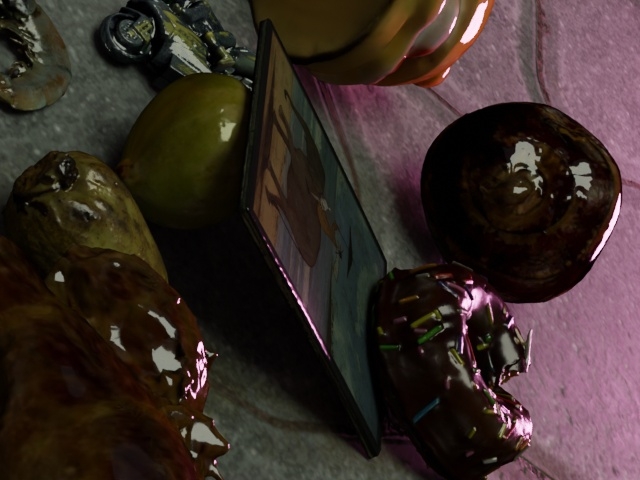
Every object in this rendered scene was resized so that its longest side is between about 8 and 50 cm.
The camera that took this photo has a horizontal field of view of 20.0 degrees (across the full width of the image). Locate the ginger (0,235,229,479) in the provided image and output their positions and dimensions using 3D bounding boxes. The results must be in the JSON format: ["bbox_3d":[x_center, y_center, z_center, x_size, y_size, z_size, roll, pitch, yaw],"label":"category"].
[{"bbox_3d":[-0.151,0.177,1.327,0.254,0.176,0.418,9,50,-43],"label":"ginger"}]

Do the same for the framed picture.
[{"bbox_3d":[0.000,0.000,1.693,0.265,0.016,0.347,-86,157,-46],"label":"framed picture"}]

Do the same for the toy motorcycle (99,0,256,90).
[{"bbox_3d":[-0.129,-0.193,1.787,0.193,0.061,0.124,26,49,-26],"label":"toy motorcycle"}]

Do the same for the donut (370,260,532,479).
[{"bbox_3d":[0.139,0.118,1.803,0.216,0.096,0.230,58,29,-18],"label":"donut"}]

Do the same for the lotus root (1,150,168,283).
[{"bbox_3d":[-0.185,0.012,1.513,0.108,0.094,0.190,-46,113,-24],"label":"lotus root"}]

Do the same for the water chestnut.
[{"bbox_3d":[0.220,-0.042,1.992,0.224,0.238,0.223,1,70,-3],"label":"water chestnut"}]

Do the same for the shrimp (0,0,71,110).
[{"bbox_3d":[-0.299,-0.195,1.598,0.195,0.035,0.148,51,35,-10],"label":"shrimp"}]

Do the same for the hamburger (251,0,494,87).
[{"bbox_3d":[0.078,-0.296,1.972,0.237,0.276,0.276,13,52,-44],"label":"hamburger"}]

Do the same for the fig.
[{"bbox_3d":[-0.113,-0.079,1.637,0.121,0.136,0.153,28,53,-11],"label":"fig"}]
